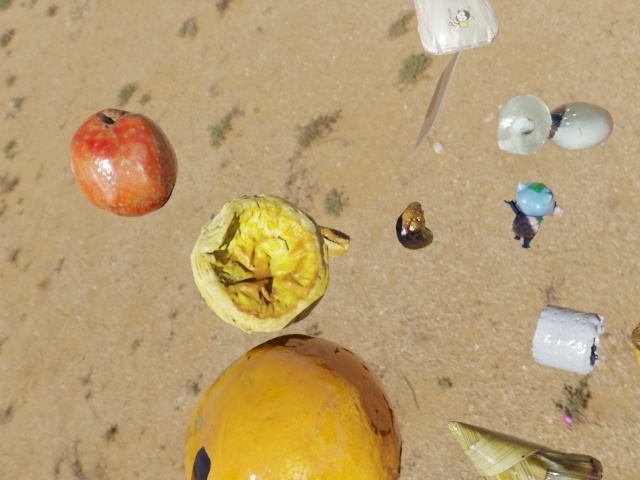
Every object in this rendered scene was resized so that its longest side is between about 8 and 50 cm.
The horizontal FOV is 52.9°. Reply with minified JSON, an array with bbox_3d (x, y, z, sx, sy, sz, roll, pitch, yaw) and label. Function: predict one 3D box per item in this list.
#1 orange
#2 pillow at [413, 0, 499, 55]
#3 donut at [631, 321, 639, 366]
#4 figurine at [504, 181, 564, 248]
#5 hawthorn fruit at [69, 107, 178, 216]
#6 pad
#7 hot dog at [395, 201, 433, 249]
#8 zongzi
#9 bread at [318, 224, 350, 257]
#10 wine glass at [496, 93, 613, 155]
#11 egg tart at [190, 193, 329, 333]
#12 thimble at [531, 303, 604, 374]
[{"bbox_3d":[-0.035,0.287,0.892,0.312,0.312,0.312,-21,52,29],"label":"orange"},{"bbox_3d":[0.203,-0.418,1.051,0.130,0.038,0.233,-15,85,4],"label":"pillow"},{"bbox_3d":[0.800,0.258,1.484,0.152,0.101,0.259,-4,23,15],"label":"donut"},{"bbox_3d":[0.574,-0.075,1.732,0.114,0.144,0.178,37,125,46],"label":"figurine"},{"bbox_3d":[-0.216,-0.086,0.714,0.128,0.128,0.128,-21,52,29],"label":"hawthorn fruit"},{"bbox_3d":[0.272,-0.330,1.496,0.176,0.002,0.266,121,171,-72],"label":"pad"},{"bbox_3d":[0.212,-0.032,1.449,0.065,0.147,0.099,-21,96,23],"label":"hot dog"},{"bbox_3d":[0.458,0.491,1.449,0.285,0.288,0.134,-14,35,40],"label":"zongzi"},{"bbox_3d":[0.000,0.000,1.454,0.074,0.132,0.054,141,143,-62],"label":"bread"},{"bbox_3d":[0.271,-0.130,0.722,0.066,0.198,0.066,10,105,42],"label":"wine glass"},{"bbox_3d":[-0.102,0.038,1.085,0.241,0.240,0.106,-70,13,-18],"label":"egg tart"},{"bbox_3d":[0.505,0.201,1.308,0.117,0.151,0.127,11,88,31],"label":"thimble"}]
